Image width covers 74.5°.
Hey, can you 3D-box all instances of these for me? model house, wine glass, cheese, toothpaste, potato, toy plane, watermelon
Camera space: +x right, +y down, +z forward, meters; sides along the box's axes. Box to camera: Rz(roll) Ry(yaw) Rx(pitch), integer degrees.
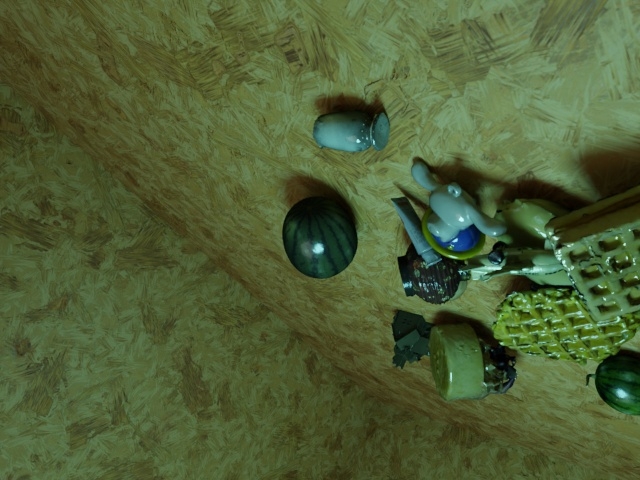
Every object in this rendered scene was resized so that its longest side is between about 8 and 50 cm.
[{"bbox_3d":[0.432,0.496,1.987,0.204,0.243,0.211,7,143,43],"label":"model house"},{"bbox_3d":[0.083,-0.301,1.162,0.204,0.111,0.111,10,146,33],"label":"wine glass"},{"bbox_3d":[0.588,0.001,1.106,0.316,0.128,0.259,45,154,-18],"label":"cheese"},{"bbox_3d":[0.294,-0.035,1.290,0.057,0.089,0.234,-37,72,41],"label":"toothpaste"},{"bbox_3d":[0.476,0.164,1.534,0.112,0.112,0.147,29,160,9],"label":"potato"},{"bbox_3d":[0.477,0.050,1.044,0.244,0.229,0.092,-12,99,33],"label":"toy plane"},{"bbox_3d":[0.996,0.470,1.384,0.214,0.188,0.188,8,145,28],"label":"watermelon"},{"bbox_3d":[0.000,0.000,1.579,0.278,0.279,0.359,20,155,25],"label":"watermelon"}]

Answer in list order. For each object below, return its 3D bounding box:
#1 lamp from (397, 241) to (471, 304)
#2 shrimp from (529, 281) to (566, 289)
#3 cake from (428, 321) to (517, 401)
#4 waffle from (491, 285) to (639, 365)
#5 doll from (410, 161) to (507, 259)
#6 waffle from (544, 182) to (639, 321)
[{"bbox_3d":[0.377,0.096,1.401,0.247,0.247,0.247,26,153,14],"label":"lamp"},{"bbox_3d":[0.711,0.144,1.294,0.065,0.056,0.165,53,161,-6],"label":"shrimp"},{"bbox_3d":[0.641,0.499,1.755,0.321,0.332,0.332,-2,149,-1],"label":"cake"},{"bbox_3d":[0.726,0.261,1.276,0.379,0.095,0.382,10,142,13],"label":"waffle"},{"bbox_3d":[0.344,-0.075,1.189,0.311,0.159,0.242,51,-174,18],"label":"doll"},{"bbox_3d":[0.687,-0.004,0.842,0.376,0.114,0.261,-29,113,30],"label":"waffle"}]
